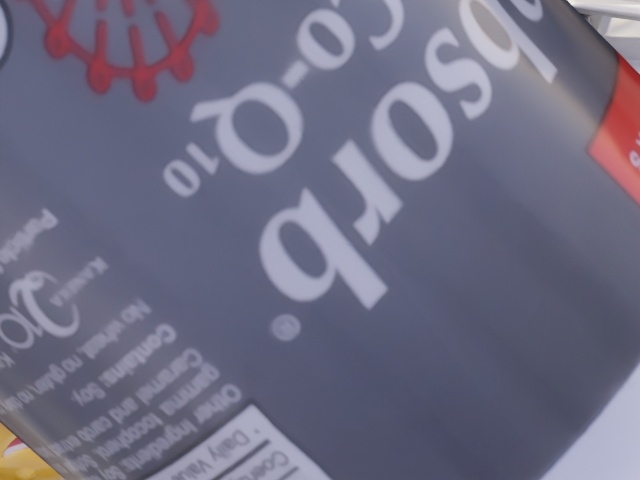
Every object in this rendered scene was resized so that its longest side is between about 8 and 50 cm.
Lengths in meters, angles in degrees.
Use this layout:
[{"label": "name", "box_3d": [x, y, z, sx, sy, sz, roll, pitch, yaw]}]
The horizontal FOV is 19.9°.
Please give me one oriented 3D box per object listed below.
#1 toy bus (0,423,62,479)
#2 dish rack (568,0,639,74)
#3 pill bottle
[{"label": "toy bus", "box_3d": [-0.278, 0.187, 1.326, 0.149, 0.220, 0.211, 18, 75, -44]}, {"label": "dish rack", "box_3d": [0.248, -0.067, 0.766, 0.333, 0.072, 0.285, 6, 46, 19]}, {"label": "pill bottle", "box_3d": [0.000, 0.000, 0.555, 0.363, 0.210, 0.210, 43, 78, -11]}]
